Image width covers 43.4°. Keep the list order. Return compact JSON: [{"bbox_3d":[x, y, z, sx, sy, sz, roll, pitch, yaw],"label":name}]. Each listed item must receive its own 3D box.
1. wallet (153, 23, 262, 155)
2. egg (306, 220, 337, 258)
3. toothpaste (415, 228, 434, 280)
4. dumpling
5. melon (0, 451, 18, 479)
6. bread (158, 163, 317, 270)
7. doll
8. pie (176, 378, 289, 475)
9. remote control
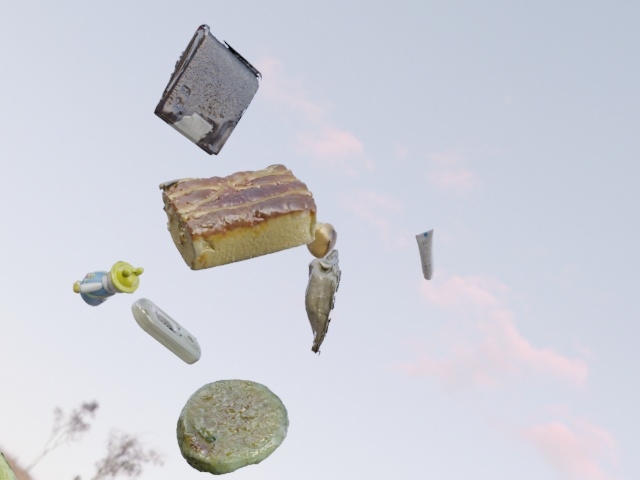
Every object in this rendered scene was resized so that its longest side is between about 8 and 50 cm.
[{"bbox_3d":[-0.278,-0.374,2.027,0.071,0.262,0.221,19,-12,42],"label":"wallet"},{"bbox_3d":[0.000,0.000,1.795,0.071,0.083,0.071,15,-18,5],"label":"egg"},{"bbox_3d":[0.260,0.036,1.970,0.190,0.048,0.031,75,-7,-51],"label":"toothpaste"},{"bbox_3d":[0.001,0.137,2.213,0.086,0.332,0.166,9,-34,-5],"label":"dumpling"},{"bbox_3d":[-0.951,0.596,1.956,0.331,0.343,0.226,49,-39,10],"label":"melon"},{"bbox_3d":[-0.155,-0.055,1.561,0.185,0.274,0.114,51,-38,41],"label":"bread"},{"bbox_3d":[-0.577,0.118,2.201,0.241,0.099,0.135,-22,-44,35],"label":"doll"},{"bbox_3d":[-0.211,0.442,1.931,0.277,0.277,0.079,22,-46,24],"label":"pie"},{"bbox_3d":[-0.327,0.195,1.731,0.221,0.042,0.078,48,11,-43],"label":"remote control"}]
